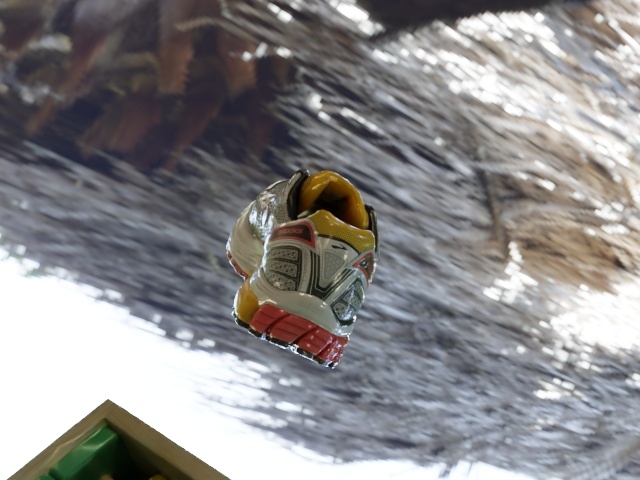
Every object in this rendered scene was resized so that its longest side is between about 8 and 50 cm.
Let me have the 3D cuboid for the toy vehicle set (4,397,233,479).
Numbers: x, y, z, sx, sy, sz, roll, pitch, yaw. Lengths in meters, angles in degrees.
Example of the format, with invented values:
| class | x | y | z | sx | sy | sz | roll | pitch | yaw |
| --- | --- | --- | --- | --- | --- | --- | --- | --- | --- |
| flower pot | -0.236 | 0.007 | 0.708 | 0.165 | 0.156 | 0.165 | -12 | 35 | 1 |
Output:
| class | x | y | z | sx | sy | sz | roll | pitch | yaw |
| --- | --- | --- | --- | --- | --- | --- | --- | --- | --- |
| toy vehicle set | -0.108 | 0.169 | 0.416 | 0.267 | 0.035 | 0.166 | -40 | -139 | -26 |

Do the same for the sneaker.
| class | x | y | z | sx | sy | sz | roll | pitch | yaw |
| --- | --- | --- | --- | --- | --- | --- | --- | --- | --- |
| sneaker | 0.000 | 0.000 | 0.908 | 0.092 | 0.088 | 0.225 | -62 | -167 | 12 |
